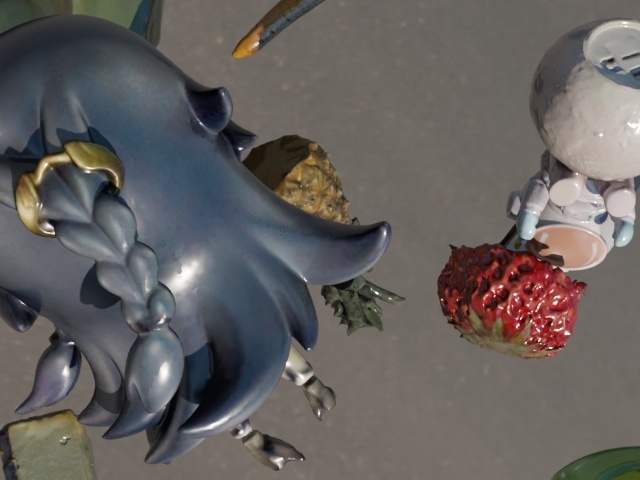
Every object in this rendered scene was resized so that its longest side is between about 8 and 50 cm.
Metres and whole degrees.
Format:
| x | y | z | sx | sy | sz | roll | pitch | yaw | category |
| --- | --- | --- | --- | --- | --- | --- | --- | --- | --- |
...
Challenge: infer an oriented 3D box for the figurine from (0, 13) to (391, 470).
| x | y | z | sx | sy | sz | roll | pitch | yaw | category |
| --- | --- | --- | --- | --- | --- | --- | --- | --- | --- |
| -0.096 | 0.000 | 0.754 | 0.175 | 0.265 | 0.197 | -47 | 167 | -29 | figurine |

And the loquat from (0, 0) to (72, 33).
| x | y | z | sx | sy | sz | roll | pitch | yaw | category |
| --- | --- | --- | --- | --- | --- | --- | --- | --- | --- |
| -0.289 | -0.175 | 1.024 | 0.193 | 0.238 | 0.238 | -38 | 124 | -27 | loquat |

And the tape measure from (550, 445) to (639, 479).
| x | y | z | sx | sy | sz | roll | pitch | yaw | category |
| --- | --- | --- | --- | --- | --- | --- | --- | --- | --- |
| 0.205 | 0.195 | 0.810 | 0.200 | 0.175 | 0.106 | -13 | 120 | -24 | tape measure |

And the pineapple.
| x | y | z | sx | sy | sz | roll | pitch | yaw | category |
| --- | --- | --- | --- | --- | --- | --- | --- | --- | --- |
| -0.001 | 0.001 | 1.604 | 0.128 | 0.128 | 0.248 | -55 | 127 | -30 | pineapple |

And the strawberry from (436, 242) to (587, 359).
| x | y | z | sx | sy | sz | roll | pitch | yaw | category |
| --- | --- | --- | --- | --- | --- | --- | --- | --- | --- |
| 0.174 | 0.060 | 1.328 | 0.145 | 0.145 | 0.086 | 33 | 72 | -48 | strawberry |

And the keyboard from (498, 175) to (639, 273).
| x | y | z | sx | sy | sz | roll | pitch | yaw | category |
| --- | --- | --- | --- | --- | --- | --- | --- | --- | --- |
| 0.257 | -0.025 | 1.449 | 0.101 | 0.018 | 0.309 | 16 | 126 | -29 | keyboard |

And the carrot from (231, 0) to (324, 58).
| x | y | z | sx | sy | sz | roll | pitch | yaw | category |
| --- | --- | --- | --- | --- | --- | --- | --- | --- | --- |
| -0.026 | -0.264 | 1.582 | 0.037 | 0.190 | 0.037 | 52 | 13 | -17 | carrot |

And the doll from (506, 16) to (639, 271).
| x | y | z | sx | sy | sz | roll | pitch | yaw | category |
| --- | --- | --- | --- | --- | --- | --- | --- | --- | --- |
| 0.246 | -0.074 | 1.295 | 0.151 | 0.151 | 0.287 | -52 | 163 | -33 | doll |

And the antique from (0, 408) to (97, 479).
| x | y | z | sx | sy | sz | roll | pitch | yaw | category |
| --- | --- | --- | --- | --- | --- | --- | --- | --- | --- |
| -0.373 | 0.403 | 2.024 | 0.150 | 0.125 | 0.284 | 92 | -17 | -65 | antique |

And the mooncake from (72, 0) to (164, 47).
| x | y | z | sx | sy | sz | roll | pitch | yaw | category |
| --- | --- | --- | --- | --- | --- | --- | --- | --- | --- |
| -0.377 | -0.324 | 1.826 | 0.356 | 0.356 | 0.194 | -15 | 123 | -49 | mooncake |
